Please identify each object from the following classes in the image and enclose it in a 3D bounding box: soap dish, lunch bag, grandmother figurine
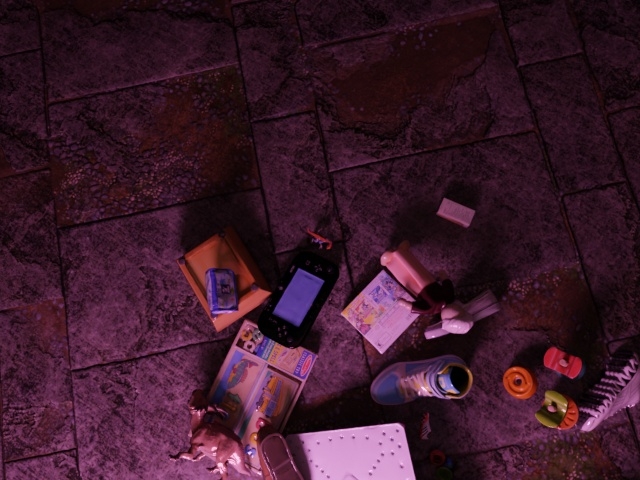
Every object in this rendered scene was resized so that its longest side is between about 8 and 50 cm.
[{"bbox_3d":[-0.326,0.119,1.466,0.229,0.118,0.291,-33,79,-3],"label":"soap dish"},{"bbox_3d":[-0.300,0.153,1.321,0.096,0.151,0.129,-10,78,2],"label":"lunch bag"},{"bbox_3d":[0.332,0.155,1.375,0.207,0.104,0.342,-34,60,-14],"label":"grandmother figurine"}]

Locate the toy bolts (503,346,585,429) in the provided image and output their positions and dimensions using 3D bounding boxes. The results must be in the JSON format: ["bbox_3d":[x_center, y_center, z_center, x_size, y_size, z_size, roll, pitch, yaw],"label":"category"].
[{"bbox_3d":[0.717,0.439,1.368,0.218,0.158,0.229,31,93,48],"label":"toy bolts"}]

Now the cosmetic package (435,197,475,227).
[{"bbox_3d":[0.459,-0.094,1.501,0.115,0.041,0.060,26,82,8],"label":"cosmetic package"}]

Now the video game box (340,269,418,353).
[{"bbox_3d":[0.202,0.233,1.452,0.205,0.048,0.187,-45,82,-6],"label":"video game box"}]

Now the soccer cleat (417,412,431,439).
[{"bbox_3d":[0.334,0.586,1.390,0.035,0.029,0.083,16,84,-3],"label":"soccer cleat"}]

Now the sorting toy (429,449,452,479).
[{"bbox_3d":[0.377,0.690,1.365,0.061,0.042,0.102,-21,91,15],"label":"sorting toy"}]

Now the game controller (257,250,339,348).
[{"bbox_3d":[-0.070,0.189,1.443,0.166,0.067,0.319,28,71,6],"label":"game controller"}]

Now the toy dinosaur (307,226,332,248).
[{"bbox_3d":[0.000,0.000,1.495,0.082,0.090,0.047,9,63,49],"label":"toy dinosaur"}]

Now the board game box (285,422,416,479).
[{"bbox_3d":[0.106,0.753,1.295,0.389,0.050,0.390,-16,78,22],"label":"board game box"}]

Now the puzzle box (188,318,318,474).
[{"bbox_3d":[-0.213,0.497,1.424,0.272,0.052,0.409,24,82,7],"label":"puzzle box"}]

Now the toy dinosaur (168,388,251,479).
[{"bbox_3d":[-0.310,0.596,1.327,0.295,0.127,0.200,32,76,2],"label":"toy dinosaur"}]

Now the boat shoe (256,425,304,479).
[{"bbox_3d":[-0.115,0.706,1.323,0.110,0.104,0.307,-13,90,-24],"label":"boat shoe"}]

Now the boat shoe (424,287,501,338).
[{"bbox_3d":[0.447,0.233,1.416,0.267,0.096,0.088,-24,75,-3],"label":"boat shoe"}]

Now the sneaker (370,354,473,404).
[{"bbox_3d":[0.307,0.427,1.328,0.319,0.208,0.127,-19,80,0],"label":"sneaker"}]

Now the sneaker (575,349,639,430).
[{"bbox_3d":[0.898,0.477,1.343,0.118,0.110,0.292,44,84,0],"label":"sneaker"}]
